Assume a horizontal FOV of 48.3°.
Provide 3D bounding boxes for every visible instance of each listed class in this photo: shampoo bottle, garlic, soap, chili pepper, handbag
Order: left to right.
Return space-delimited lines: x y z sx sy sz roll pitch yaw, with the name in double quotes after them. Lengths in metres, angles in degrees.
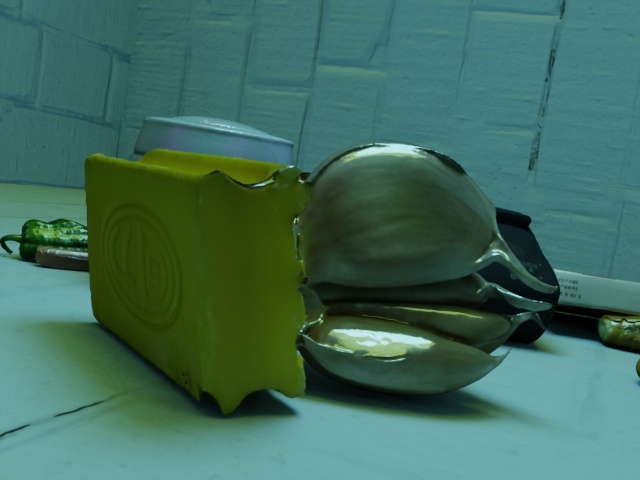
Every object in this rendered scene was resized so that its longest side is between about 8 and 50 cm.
-0.390 0.008 1.186 0.256 0.074 0.100 12 -1 -32 "chili pepper"
-0.131 0.020 0.676 0.096 0.204 0.324 -7 11 -33 "soap"
-0.170 -0.052 1.087 0.272 0.267 0.273 10 5 -1 "shampoo bottle"
0.073 0.031 0.712 0.291 0.210 0.237 -7 38 -12 "garlic"
0.209 0.007 1.134 0.301 0.178 0.275 10 39 -3 "handbag"

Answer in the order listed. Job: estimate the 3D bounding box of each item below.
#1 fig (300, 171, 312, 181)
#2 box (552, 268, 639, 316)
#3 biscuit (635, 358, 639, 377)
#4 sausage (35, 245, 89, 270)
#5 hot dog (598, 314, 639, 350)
-0.093 0.009 1.315 0.320 0.217 0.217 -20 0 8 "fig"
0.497 0.108 1.368 0.214 0.069 0.353 9 -7 2 "box"
0.502 0.186 0.824 0.154 0.045 0.299 3 6 -41 "biscuit"
-0.371 0.032 1.124 0.147 0.030 0.035 7 8 -22 "sausage"
0.601 0.166 1.150 0.288 0.068 0.083 6 -20 19 "hot dog"
